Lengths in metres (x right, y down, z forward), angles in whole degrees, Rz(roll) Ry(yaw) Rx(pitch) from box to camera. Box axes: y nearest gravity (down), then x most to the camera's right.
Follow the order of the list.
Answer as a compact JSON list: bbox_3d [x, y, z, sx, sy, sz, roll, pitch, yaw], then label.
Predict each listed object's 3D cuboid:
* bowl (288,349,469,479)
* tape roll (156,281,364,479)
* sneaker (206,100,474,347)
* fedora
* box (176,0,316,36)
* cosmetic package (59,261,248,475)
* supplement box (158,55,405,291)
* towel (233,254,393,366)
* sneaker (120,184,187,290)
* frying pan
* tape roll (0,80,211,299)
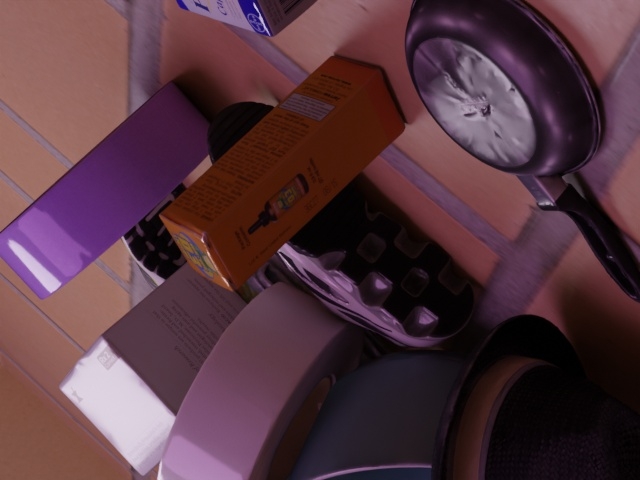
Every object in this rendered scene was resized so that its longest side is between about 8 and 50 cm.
[{"bbox_3d":[0.116,0.228,1.631,0.312,0.163,0.311,3,149,2],"label":"bowl"},{"bbox_3d":[-0.062,0.192,1.655,0.100,0.286,0.286,26,154,15],"label":"tape roll"},{"bbox_3d":[0.000,0.000,1.579,0.330,0.122,0.146,45,157,2],"label":"sneaker"},{"bbox_3d":[0.239,0.230,1.381,0.152,0.334,0.334,2,135,36],"label":"fedora"},{"bbox_3d":[-0.084,-0.259,1.333,0.137,0.072,0.126,24,150,43],"label":"box"},{"bbox_3d":[-0.177,0.146,1.783,0.151,0.184,0.151,46,139,2],"label":"cosmetic package"},{"bbox_3d":[-0.033,-0.064,1.369,0.080,0.233,0.078,23,149,44],"label":"supplement box"},{"bbox_3d":[-0.043,0.194,1.916,0.320,0.090,0.374,48,139,0],"label":"towel"},{"bbox_3d":[-0.214,0.008,2.008,0.121,0.111,0.300,27,151,46],"label":"sneaker"},{"bbox_3d":[0.158,-0.079,1.263,0.197,0.053,0.326,26,148,42],"label":"frying pan"},{"bbox_3d":[-0.241,-0.057,1.701,0.090,0.275,0.275,49,158,-8],"label":"tape roll"}]
